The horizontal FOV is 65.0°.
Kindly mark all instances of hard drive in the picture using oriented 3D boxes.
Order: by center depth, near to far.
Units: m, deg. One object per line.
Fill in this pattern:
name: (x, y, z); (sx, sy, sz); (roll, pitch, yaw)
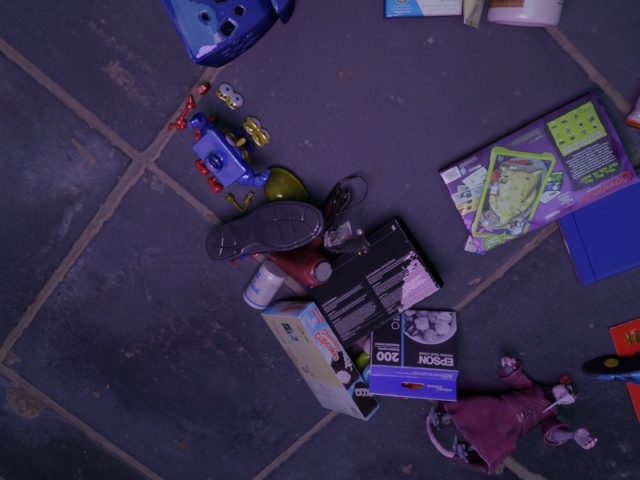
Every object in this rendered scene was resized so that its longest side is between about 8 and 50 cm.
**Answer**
hard drive: (0.699, -0.049, 1.099); (0.318, 0.040, 0.210); (-24, 106, 14)

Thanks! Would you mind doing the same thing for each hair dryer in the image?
hair dryer: (0.000, 0.000, 1.141); (0.293, 0.224, 0.080); (-27, 131, 27)

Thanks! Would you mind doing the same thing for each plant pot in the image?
plant pot: (-0.175, -0.480, 0.937); (0.211, 0.236, 0.236); (-24, 106, 7)

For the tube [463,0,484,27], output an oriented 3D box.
tube: (0.295, -0.531, 0.941); (0.069, 0.062, 0.241); (-5, 109, -16)

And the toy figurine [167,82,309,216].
toy figurine: (-0.196, -0.148, 1.067); (0.191, 0.217, 0.363); (-33, 103, 17)

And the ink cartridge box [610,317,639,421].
ink cartridge box: (0.927, 0.282, 1.174); (0.384, 0.091, 0.308); (-22, 107, 13)

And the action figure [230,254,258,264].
action figure: (-0.174, 0.027, 1.233); (0.115, 0.030, 0.038); (-23, 102, 12)

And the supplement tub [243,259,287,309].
supplement tub: (-0.137, 0.110, 1.237); (0.070, 0.071, 0.107); (31, 111, -6)

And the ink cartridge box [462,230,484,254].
ink cartridge box: (0.365, -0.014, 1.155); (0.048, 0.028, 0.084); (14, 112, 1)

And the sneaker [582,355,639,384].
sneaker: (0.747, 0.322, 1.202); (0.209, 0.069, 0.082); (-13, 114, 28)

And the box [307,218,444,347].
box: (0.122, 0.097, 1.158); (0.261, 0.103, 0.184); (-34, 84, 17)

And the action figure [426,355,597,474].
action figure: (0.478, 0.441, 1.232); (0.369, 0.248, 0.276); (-16, 145, -13)

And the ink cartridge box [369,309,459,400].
ink cartridge box: (0.220, 0.265, 1.195); (0.206, 0.209, 0.045); (2, 149, 5)

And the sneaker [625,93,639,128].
sneaker: (0.755, -0.259, 0.986); (0.262, 0.099, 0.121); (11, 107, 1)

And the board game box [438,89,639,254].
board game box: (0.453, -0.137, 1.069); (0.346, 0.056, 0.208); (-27, 91, 15)

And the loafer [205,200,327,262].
loafer: (-0.115, -0.020, 1.126); (0.302, 0.095, 0.109); (-14, 85, 24)

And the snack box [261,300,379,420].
snack box: (-0.004, 0.292, 1.241); (0.187, 0.060, 0.322); (-8, 117, 55)

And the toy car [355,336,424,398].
toy car: (0.175, 0.333, 1.251); (0.181, 0.136, 0.159); (8, 112, 3)

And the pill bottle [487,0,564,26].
pill bottle: (0.388, -0.515, 0.907); (0.131, 0.131, 0.230); (6, 111, 4)

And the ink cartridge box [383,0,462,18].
ink cartridge box: (0.194, -0.531, 0.947); (0.148, 0.086, 0.203); (0, 112, 6)
